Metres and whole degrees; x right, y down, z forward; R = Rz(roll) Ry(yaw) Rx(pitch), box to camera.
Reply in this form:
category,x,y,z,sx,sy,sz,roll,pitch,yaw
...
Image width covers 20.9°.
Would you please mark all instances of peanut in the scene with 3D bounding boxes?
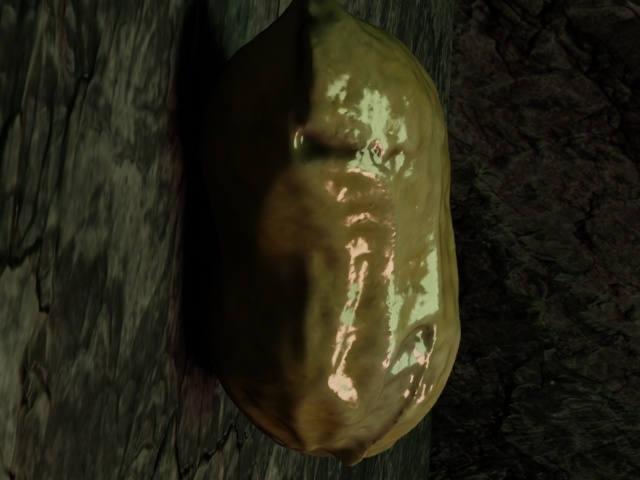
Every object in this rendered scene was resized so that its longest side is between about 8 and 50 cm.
category,x,y,z,sx,sy,sz,roll,pitch,yaw
peanut,0.002,-0.003,1.042,0.174,0.158,0.340,-32,132,-40
